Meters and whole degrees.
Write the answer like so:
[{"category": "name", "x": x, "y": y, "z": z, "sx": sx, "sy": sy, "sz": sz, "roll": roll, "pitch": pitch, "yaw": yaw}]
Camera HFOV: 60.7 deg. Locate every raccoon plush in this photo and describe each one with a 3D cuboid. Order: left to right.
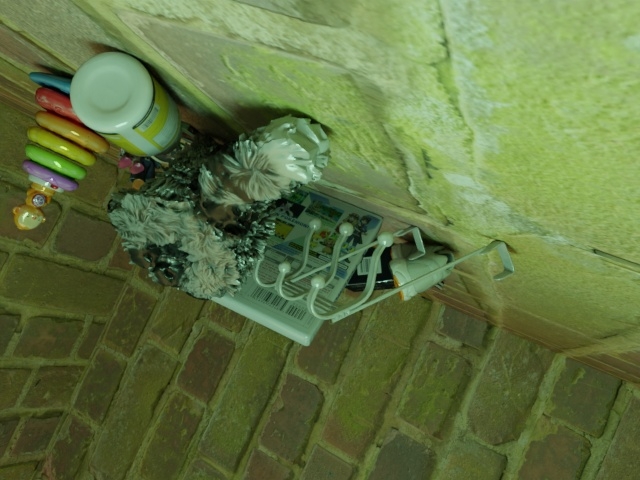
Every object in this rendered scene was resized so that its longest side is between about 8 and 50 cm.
[{"category": "raccoon plush", "x": -0.100, "y": -0.092, "z": 0.825, "sx": 0.447, "sy": 0.299, "sz": 0.216, "roll": -15, "pitch": 122, "yaw": 35}]

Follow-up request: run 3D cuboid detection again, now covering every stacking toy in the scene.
[{"category": "stacking toy", "x": -0.509, "y": -0.157, "z": 1.054, "sx": 0.166, "sy": 0.301, "sz": 0.175, "roll": 22, "pitch": 175, "yaw": 30}]

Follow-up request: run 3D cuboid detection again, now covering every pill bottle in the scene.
[{"category": "pill bottle", "x": -0.252, "y": -0.174, "z": 0.747, "sx": 0.103, "sy": 0.103, "sz": 0.184, "roll": 24, "pitch": 176, "yaw": 4}]

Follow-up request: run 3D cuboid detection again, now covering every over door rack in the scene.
[{"category": "over door rack", "x": 0.082, "y": 0.018, "z": 0.829, "sx": 0.325, "sy": 0.108, "sz": 0.240, "roll": -11, "pitch": -168, "yaw": -24}]

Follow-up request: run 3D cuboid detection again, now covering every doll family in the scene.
[{"category": "doll family", "x": -0.406, "y": -0.172, "z": 1.353, "sx": 0.263, "sy": 0.118, "sz": 0.163, "roll": 27, "pitch": -147, "yaw": -32}]

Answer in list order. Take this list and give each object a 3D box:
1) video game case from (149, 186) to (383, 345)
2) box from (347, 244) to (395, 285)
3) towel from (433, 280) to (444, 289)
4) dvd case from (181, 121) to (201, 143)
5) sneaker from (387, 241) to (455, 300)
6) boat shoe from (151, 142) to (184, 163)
[{"category": "video game case", "x": -0.095, "y": 0.004, "z": 0.999, "sx": 0.329, "sy": 0.299, "sz": 0.036, "roll": 23, "pitch": 143, "yaw": 16}, {"category": "box", "x": 0.140, "y": 0.076, "z": 1.410, "sx": 0.156, "sy": 0.093, "sz": 0.158, "roll": -6, "pitch": 167, "yaw": 15}, {"category": "towel", "x": 0.211, "y": 0.068, "z": 1.750, "sx": 0.237, "sy": 0.037, "sz": 0.329, "roll": 29, "pitch": 172, "yaw": -36}, {"category": "dvd case", "x": -0.250, "y": -0.201, "z": 1.030, "sx": 0.087, "sy": 0.013, "sz": 0.119, "roll": 22, "pitch": 176, "yaw": 21}, {"category": "sneaker", "x": 0.209, "y": 0.050, "z": 1.091, "sx": 0.121, "sy": 0.099, "sz": 0.262, "roll": -19, "pitch": -172, "yaw": 12}, {"category": "boat shoe", "x": -0.330, "y": -0.207, "z": 1.255, "sx": 0.065, "sy": 0.075, "sz": 0.206, "roll": -26, "pitch": 144, "yaw": 22}]
